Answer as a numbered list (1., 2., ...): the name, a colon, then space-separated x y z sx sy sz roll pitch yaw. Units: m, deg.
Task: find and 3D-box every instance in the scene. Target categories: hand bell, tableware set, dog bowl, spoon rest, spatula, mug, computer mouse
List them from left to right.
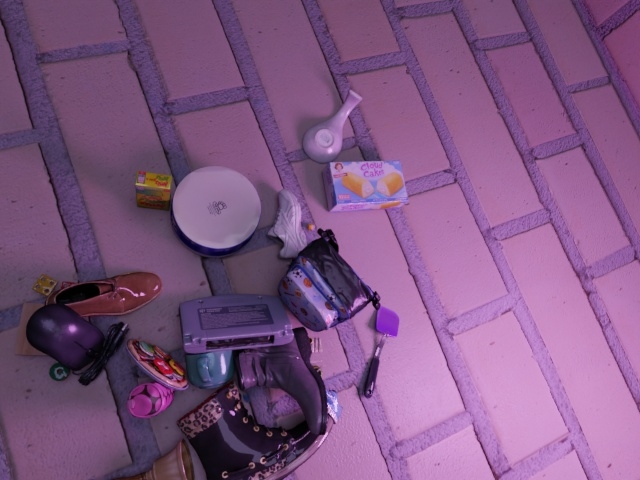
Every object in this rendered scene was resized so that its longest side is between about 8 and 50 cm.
1. computer mouse: -0.600 0.250 1.269 0.072 0.272 0.189 18 67 32
2. hand bell: -0.458 0.611 1.304 0.241 0.126 0.126 -16 80 -9
3. mug: -0.308 0.351 1.387 0.157 0.129 0.098 -1 82 -59
4. dog bowl: -0.315 -0.086 1.537 0.264 0.104 0.265 5 73 -17
5. tableware set: -0.041 0.365 1.538 0.103 0.024 0.154 5 74 -16
6. spoon rest: 0.045 -0.390 1.768 0.137 0.084 0.276 35 80 -4
7. spatula: 0.187 0.353 1.611 0.084 0.030 0.297 24 68 -12

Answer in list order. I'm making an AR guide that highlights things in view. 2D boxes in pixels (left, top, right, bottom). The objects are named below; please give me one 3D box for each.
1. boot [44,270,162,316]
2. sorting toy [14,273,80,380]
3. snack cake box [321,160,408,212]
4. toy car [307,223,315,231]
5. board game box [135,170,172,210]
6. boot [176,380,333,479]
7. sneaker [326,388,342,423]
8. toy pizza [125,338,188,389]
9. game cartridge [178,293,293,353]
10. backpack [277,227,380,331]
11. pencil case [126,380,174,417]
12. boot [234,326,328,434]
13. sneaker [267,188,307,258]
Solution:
1. boot: -0.560 0.142 1.363 0.305 0.115 0.113 -12 79 -39
2. sorting toy: -0.716 0.229 1.344 0.132 0.046 0.275 5 70 -16
3. snack cake box: 0.150 -0.185 1.725 0.264 0.089 0.152 -5 77 -19
4. toy car: 0.000 0.000 1.642 0.040 0.060 0.122 -2 80 -51
5. board game box: -0.477 -0.139 1.457 0.092 0.181 0.043 6 73 -16
6. boot: -0.177 0.513 1.395 0.377 0.138 0.284 -33 86 -18
7. sneaker: 0.011 0.461 1.509 0.073 0.063 0.162 -41 106 -41
8. toy pizza: -0.421 0.316 1.334 0.201 0.201 0.032 40 86 -4
9. game cartridge: -0.242 0.225 1.433 0.296 0.198 0.062 -1 115 -19
10. backpack: 0.004 0.145 1.489 0.213 0.263 0.277 -33 82 -18
11. pencil case: -0.433 0.404 1.298 0.098 0.209 0.095 0 75 -9
12. boot: -0.118 0.390 1.392 0.222 0.118 0.338 -2 41 -21
13. sneaker: -0.115 -0.051 1.602 0.115 0.090 0.232 -10 77 -17
